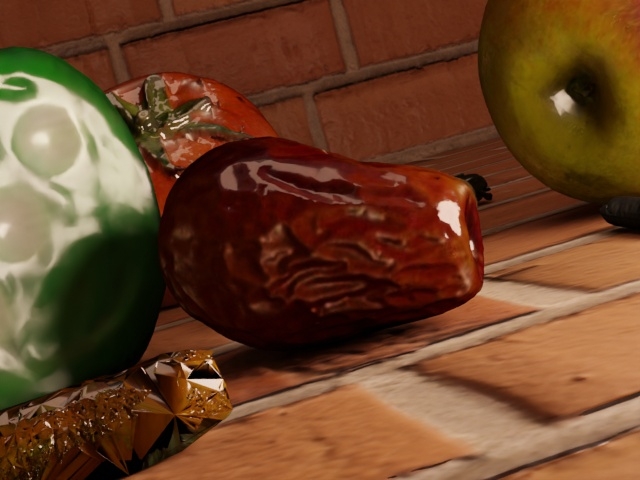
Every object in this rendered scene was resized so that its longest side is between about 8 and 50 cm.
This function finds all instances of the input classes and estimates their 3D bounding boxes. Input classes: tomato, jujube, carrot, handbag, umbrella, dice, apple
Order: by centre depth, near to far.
[{"bbox_3d":[-0.165,0.120,0.690,0.228,0.069,0.069,-17,6,-17],"label":"carrot"},{"bbox_3d":[0.000,0.000,0.933,0.255,0.190,0.190,-5,8,20],"label":"jujube"},{"bbox_3d":[-0.336,0.012,1.043,0.297,0.300,0.287,-21,5,-43],"label":"dice"},{"bbox_3d":[0.300,-0.023,1.091,0.036,0.031,0.133,-42,9,-6],"label":"umbrella"},{"bbox_3d":[0.330,-0.201,1.267,0.339,0.340,0.339,-15,5,1],"label":"apple"},{"bbox_3d":[-0.194,-0.053,1.494,0.341,0.273,0.341,-7,39,6],"label":"tomato"},{"bbox_3d":[0.213,-0.075,1.762,0.072,0.047,0.111,-22,7,-15],"label":"handbag"}]

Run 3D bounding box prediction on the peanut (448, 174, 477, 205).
[{"bbox_3d":[0.075,-0.019,1.379,0.227,0.086,0.104,-14,-4,25],"label":"peanut"}]
